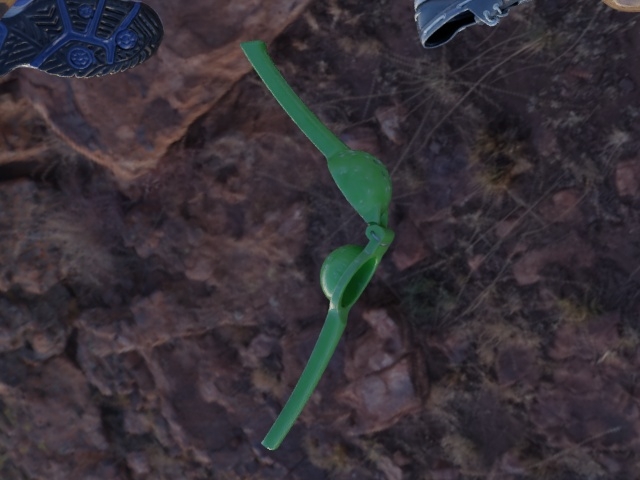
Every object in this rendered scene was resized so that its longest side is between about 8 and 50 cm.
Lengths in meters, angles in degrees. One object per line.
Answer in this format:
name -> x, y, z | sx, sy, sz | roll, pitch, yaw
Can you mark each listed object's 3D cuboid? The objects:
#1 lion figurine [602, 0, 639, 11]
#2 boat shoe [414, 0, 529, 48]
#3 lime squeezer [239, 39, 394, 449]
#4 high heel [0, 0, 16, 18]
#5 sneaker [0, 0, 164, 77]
lion figurine -> 0.296, -0.145, 0.328 | 0.392, 0.240, 0.142 | 4, 76, 46
boat shoe -> 0.312, -0.433, 1.442 | 0.319, 0.116, 0.099 | -5, 78, 42
lime squeezer -> 0.000, 0.000, 0.574 | 0.110, 0.059, 0.310 | -3, 89, 3
high heel -> -0.136, -0.172, 0.353 | 0.186, 0.261, 0.093 | -14, 133, 43
sneaker -> -0.245, -0.191, 0.689 | 0.211, 0.081, 0.080 | -3, 128, -4
